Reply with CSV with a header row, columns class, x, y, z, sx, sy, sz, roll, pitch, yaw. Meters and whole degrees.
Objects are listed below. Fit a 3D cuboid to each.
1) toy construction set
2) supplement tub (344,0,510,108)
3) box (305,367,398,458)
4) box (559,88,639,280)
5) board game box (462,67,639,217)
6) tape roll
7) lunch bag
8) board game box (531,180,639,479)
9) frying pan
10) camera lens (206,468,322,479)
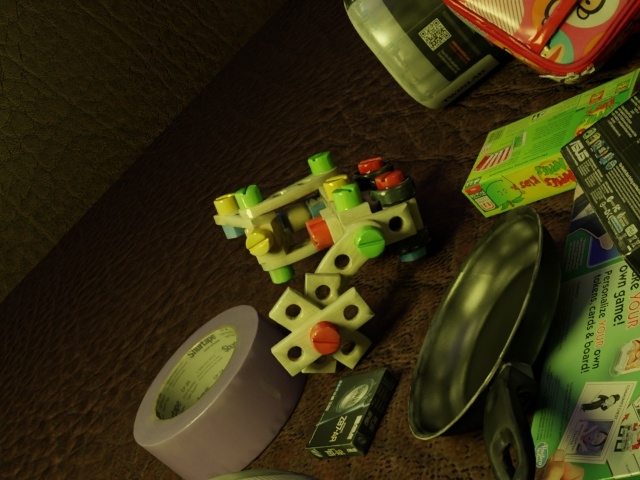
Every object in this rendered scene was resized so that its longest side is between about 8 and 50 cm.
class,x,y,z,sx,sy,sz,roll,pitch,yaw
toy construction set,0.000,0.000,0.979,0.215,0.151,0.327,-20,30,-3
supplement tub,0.214,-0.344,1.136,0.338,0.207,0.207,-37,22,20
box,0.028,0.158,0.816,0.067,0.018,0.083,-21,32,49
box,0.271,-0.072,0.624,0.184,0.045,0.190,-36,21,17
board game box,0.229,-0.090,0.863,0.181,0.043,0.092,-21,32,48
tape roll,-0.109,0.166,0.976,0.189,0.080,0.189,-37,23,19
lunch bag,0.283,-0.315,0.931,0.293,0.258,0.120,-54,-17,14
board game box,0.253,0.030,0.591,0.214,0.046,0.317,-26,28,40
frying pan,0.135,0.063,0.629,0.197,0.053,0.326,-65,7,-7
camera lens,0.010,0.236,0.420,0.219,0.219,0.274,-54,22,-21
